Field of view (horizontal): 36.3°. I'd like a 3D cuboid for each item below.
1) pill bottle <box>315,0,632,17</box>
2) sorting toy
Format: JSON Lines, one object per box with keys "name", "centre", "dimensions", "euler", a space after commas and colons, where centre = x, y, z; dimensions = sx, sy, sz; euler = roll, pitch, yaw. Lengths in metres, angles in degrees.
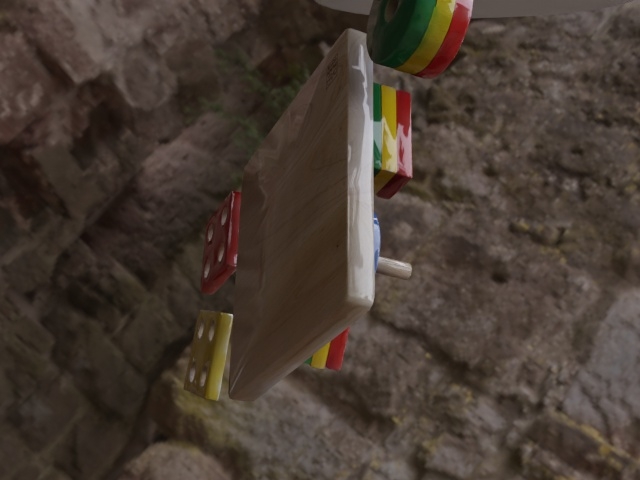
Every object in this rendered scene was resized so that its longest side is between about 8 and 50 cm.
{"name": "pill bottle", "centre": [0.078, -0.301, 0.478], "dimensions": [0.204, 0.204, 0.361], "euler": [12, -77, 58]}
{"name": "sorting toy", "centre": [0.000, 0.000, 0.460], "dimensions": [0.046, 0.132, 0.274], "euler": [13, -30, -21]}
